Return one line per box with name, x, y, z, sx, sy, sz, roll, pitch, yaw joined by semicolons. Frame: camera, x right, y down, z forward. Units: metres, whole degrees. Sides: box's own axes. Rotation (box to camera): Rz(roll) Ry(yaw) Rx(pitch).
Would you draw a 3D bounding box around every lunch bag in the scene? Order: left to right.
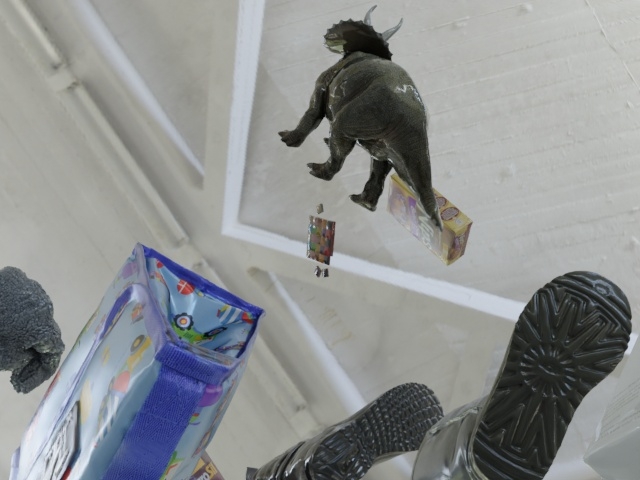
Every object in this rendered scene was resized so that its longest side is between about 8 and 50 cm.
lunch bag;-0.132;0.144;0.437;0.138;0.293;0.221;31;-90;-14

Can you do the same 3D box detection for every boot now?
boot;0.049;0.360;1.142;0.223;0.338;0.118;-37;-111;47
boot;0.148;0.133;0.508;0.076;0.189;0.208;36;-20;19

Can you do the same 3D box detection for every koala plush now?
koala plush;-0.525;0.158;0.950;0.196;0.221;0.203;53;-42;4

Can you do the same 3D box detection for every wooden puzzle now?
wooden puzzle;0.000;0.000;0.717;0.049;0.006;0.083;19;-74;57

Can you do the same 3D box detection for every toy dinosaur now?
toy dinosaur;0.050;-0.137;0.689;0.121;0.313;0.160;13;-55;-29

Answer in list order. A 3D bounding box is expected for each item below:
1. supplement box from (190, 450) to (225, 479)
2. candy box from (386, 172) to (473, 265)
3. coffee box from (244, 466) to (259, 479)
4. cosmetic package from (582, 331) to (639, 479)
supplement box;-0.207;0.475;1.116;0.081;0.104;0.188;-37;-95;18
candy box;0.212;-0.050;1.260;0.187;0.053;0.109;44;-25;30
coffee box;-0.101;0.629;1.574;0.184;0.113;0.040;12;-57;-7
cosmetic package;0.477;0.132;0.718;0.156;0.385;0.217;42;-39;11
